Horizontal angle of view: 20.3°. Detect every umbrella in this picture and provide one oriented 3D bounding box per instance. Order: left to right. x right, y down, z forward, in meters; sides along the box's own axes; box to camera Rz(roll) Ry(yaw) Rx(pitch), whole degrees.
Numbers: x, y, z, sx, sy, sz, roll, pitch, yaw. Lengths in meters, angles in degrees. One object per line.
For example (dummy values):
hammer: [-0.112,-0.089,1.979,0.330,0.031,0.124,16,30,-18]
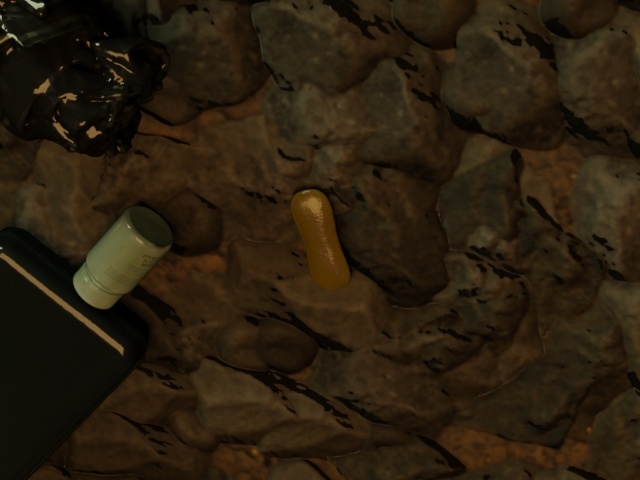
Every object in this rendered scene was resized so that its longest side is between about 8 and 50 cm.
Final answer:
umbrella: [-0.262,-0.185,1.311,0.337,0.154,0.128,34,81,13]

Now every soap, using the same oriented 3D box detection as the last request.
soap: [0.000,0.000,1.400,0.034,0.012,0.089,-9,115,18]

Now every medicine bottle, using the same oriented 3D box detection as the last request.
medicine bottle: [-0.158,0.014,1.423,0.047,0.047,0.083,39,120,-9]

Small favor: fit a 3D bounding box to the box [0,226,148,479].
box: [-0.265,0.108,1.495,0.160,0.050,0.230,40,119,-10]
